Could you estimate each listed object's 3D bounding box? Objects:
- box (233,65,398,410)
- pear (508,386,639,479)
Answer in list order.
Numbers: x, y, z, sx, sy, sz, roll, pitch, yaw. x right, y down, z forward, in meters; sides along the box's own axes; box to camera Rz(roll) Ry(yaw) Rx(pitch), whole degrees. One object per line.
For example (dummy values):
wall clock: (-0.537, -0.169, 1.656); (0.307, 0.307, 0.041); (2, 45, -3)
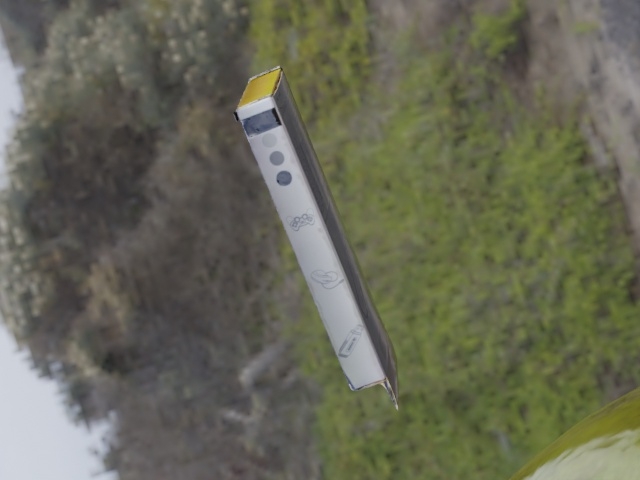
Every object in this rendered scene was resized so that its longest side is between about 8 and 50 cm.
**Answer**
box: (0.000, 0.000, 1.222); (0.129, 0.033, 0.247); (-84, -27, -77)
pear: (0.220, 0.199, 0.686); (0.413, 0.352, 0.352); (-38, 69, 62)
